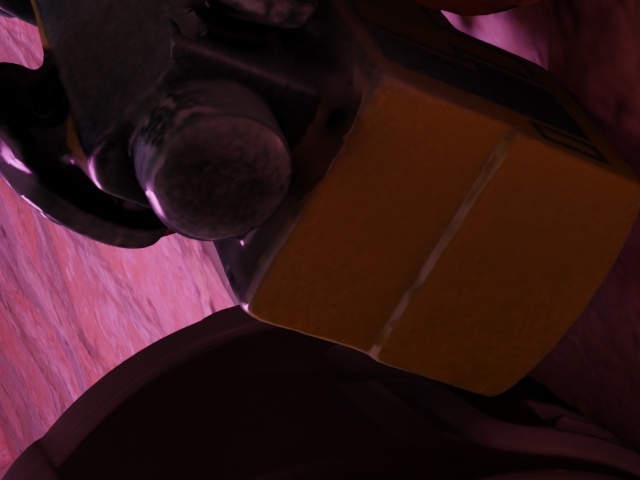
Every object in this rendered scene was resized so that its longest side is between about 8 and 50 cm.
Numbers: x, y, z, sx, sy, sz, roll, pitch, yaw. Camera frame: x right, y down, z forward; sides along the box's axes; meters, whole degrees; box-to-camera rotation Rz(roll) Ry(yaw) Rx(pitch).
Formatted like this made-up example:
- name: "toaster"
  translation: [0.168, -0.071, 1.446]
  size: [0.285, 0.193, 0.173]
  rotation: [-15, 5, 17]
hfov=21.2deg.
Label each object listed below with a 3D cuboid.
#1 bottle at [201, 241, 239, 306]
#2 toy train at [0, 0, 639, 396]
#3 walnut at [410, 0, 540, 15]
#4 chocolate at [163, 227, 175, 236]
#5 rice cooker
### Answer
- name: "bottle"
  translation: [-0.058, -0.039, 1.108]
  size: [0.201, 0.072, 0.072]
  rotation: [62, 161, 18]
- name: "toy train"
  translation: [-0.037, -0.100, 0.762]
  size: [0.150, 0.237, 0.369]
  rotation: [-58, 30, 21]
- name: "walnut"
  translation: [0.028, -0.170, 0.631]
  size: [0.207, 0.116, 0.116]
  rotation: [54, 159, 19]
- name: "chocolate"
  translation: [-0.129, -0.055, 1.214]
  size: [0.133, 0.127, 0.124]
  rotation: [41, 143, 23]
- name: "rice cooker"
  translation: [0.020, 0.202, 0.791]
  size: [0.325, 0.335, 0.335]
  rotation: [34, 142, 60]
